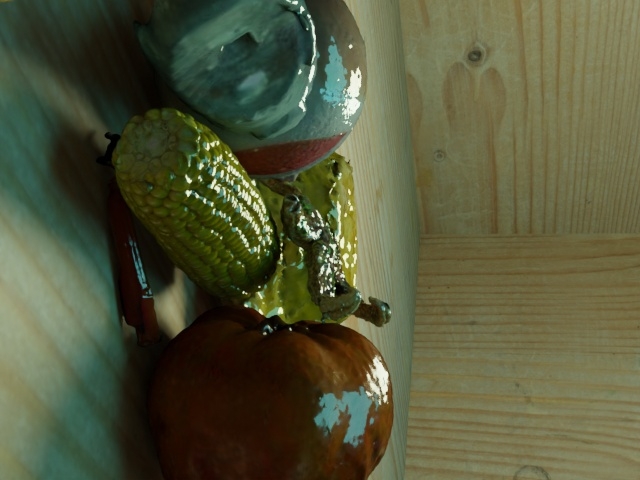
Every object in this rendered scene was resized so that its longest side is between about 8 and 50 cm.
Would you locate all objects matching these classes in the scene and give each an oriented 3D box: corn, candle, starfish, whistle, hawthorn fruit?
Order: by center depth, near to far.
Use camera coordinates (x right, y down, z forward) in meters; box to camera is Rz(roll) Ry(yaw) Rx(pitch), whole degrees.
[{"bbox_3d":[-0.146,0.003,0.575,0.021,0.026,0.167,-125,-154,-69],"label":"candle"},{"bbox_3d":[-0.052,-0.126,0.584,0.348,0.189,0.189,-69,158,-82],"label":"whistle"},{"bbox_3d":[-0.089,-0.018,0.597,0.091,0.091,0.260,51,-5,18],"label":"corn"},{"bbox_3d":[-0.044,0.182,0.649,0.207,0.207,0.243,-16,109,-78],"label":"hawthorn fruit"},{"bbox_3d":[-0.009,0.006,0.687,0.209,0.053,0.150,56,-2,33],"label":"starfish"}]

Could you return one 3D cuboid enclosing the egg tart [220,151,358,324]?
[{"bbox_3d":[-0.027,-0.002,0.881,0.341,0.132,0.341,-2,90,-79],"label":"egg tart"}]
